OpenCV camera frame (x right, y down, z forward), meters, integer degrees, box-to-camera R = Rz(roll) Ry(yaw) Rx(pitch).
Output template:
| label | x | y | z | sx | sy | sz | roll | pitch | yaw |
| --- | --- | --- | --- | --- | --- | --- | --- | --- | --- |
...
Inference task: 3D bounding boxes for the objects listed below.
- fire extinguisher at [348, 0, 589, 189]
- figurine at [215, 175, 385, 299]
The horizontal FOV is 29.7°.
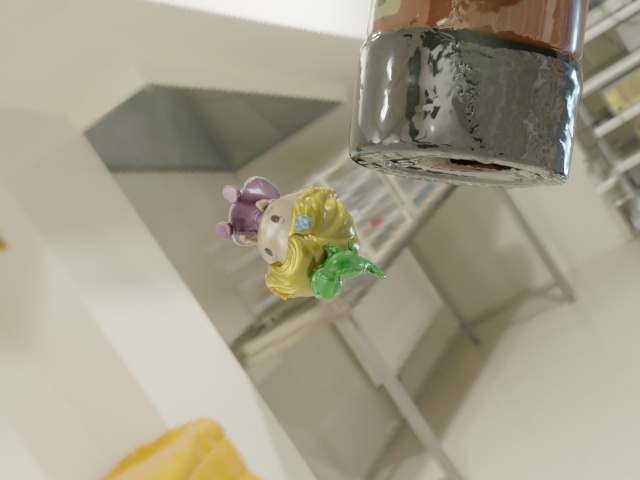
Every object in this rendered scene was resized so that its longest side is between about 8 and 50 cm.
| label | x | y | z | sx | sy | sz | roll | pitch | yaw |
| --- | --- | --- | --- | --- | --- | --- | --- | --- | --- |
| fire extinguisher | 0.096 | -0.216 | 0.640 | 0.113 | 0.376 | 0.200 | 7 | -2 | 8 |
| figurine | 0.000 | 0.000 | 1.007 | 0.114 | 0.095 | 0.156 | -7 | 21 | -36 |
